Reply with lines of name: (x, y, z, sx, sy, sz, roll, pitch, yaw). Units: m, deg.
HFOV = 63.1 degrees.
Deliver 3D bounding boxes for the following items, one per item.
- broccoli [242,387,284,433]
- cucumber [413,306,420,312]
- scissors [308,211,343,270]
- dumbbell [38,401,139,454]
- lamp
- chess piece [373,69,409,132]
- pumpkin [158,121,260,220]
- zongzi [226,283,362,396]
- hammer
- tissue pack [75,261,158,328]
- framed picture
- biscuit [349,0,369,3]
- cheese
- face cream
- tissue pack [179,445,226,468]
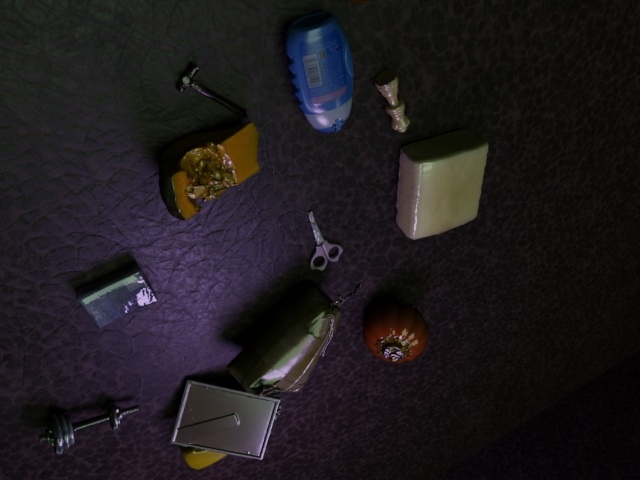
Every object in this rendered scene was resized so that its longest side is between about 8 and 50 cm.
broccoli: (-0.195, 0.538, 1.670, 0.155, 0.160, 0.167, -1, 147, 1)
cucumber: (0.289, 0.307, 1.865, 0.053, 0.053, 0.181, 22, 110, -40)
scissors: (0.000, 0.000, 1.477, 0.110, 0.021, 0.212, -30, 134, -12)
dumbbell: (-0.625, 0.496, 1.418, 0.255, 0.110, 0.110, -10, 128, -34)
lamp: (0.250, 0.308, 1.739, 0.223, 0.196, 0.223, 7, 126, 10)
chess piece: (0.187, -0.343, 1.313, 0.060, 0.060, 0.172, -35, 136, -4)
pumpkin: (-0.254, -0.164, 1.141, 0.248, 0.126, 0.130, -36, 129, -29)
zongzi: (-0.024, 0.296, 1.603, 0.447, 0.181, 0.418, -45, 149, 1)
hammer: (-0.219, -0.308, 1.111, 0.178, 0.021, 0.065, 24, 107, -41)
tissue pack: (-0.490, 0.133, 1.257, 0.156, 0.051, 0.112, -26, 130, -12)
framed picture: (-0.290, 0.547, 1.586, 0.289, 0.016, 0.213, 15, 96, -11)
biscuit: (0.113, -0.602, 1.085, 0.215, 0.034, 0.182, -26, 134, -15)
cheese: (0.345, -0.160, 1.500, 0.243, 0.124, 0.265, -21, 132, -21)
face cream: (0.007, -0.362, 1.164, 0.149, 0.083, 0.264, -25, 132, -12)
tissue pack: (-0.355, 0.645, 1.671, 0.178, 0.123, 0.127, -28, 125, -10)
